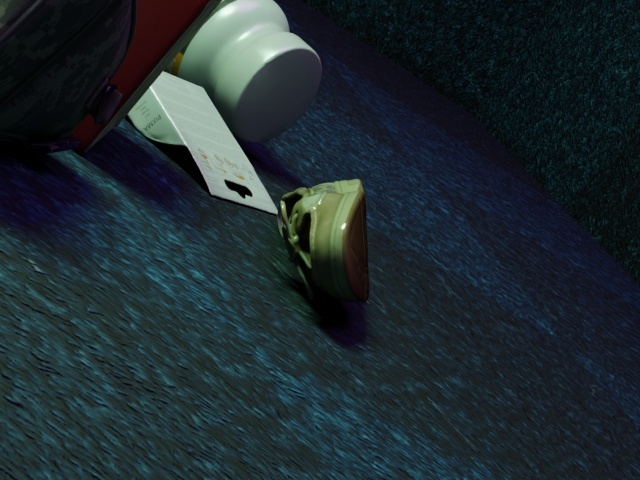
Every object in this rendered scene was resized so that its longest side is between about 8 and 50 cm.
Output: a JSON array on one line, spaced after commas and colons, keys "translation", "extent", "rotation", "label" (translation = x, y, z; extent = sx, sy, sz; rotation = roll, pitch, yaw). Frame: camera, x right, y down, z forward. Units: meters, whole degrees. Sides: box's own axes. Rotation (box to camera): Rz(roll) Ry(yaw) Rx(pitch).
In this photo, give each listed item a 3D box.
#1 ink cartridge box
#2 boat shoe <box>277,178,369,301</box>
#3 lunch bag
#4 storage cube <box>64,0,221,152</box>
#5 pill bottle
[{"translation": [-0.130, -0.096, 1.810], "extent": [0.179, 0.045, 0.145], "rotation": [61, 19, 21], "label": "ink cartridge box"}, {"translation": [0.000, 0.000, 1.652], "extent": [0.089, 0.104, 0.285], "rotation": [-2, 7, 1], "label": "boat shoe"}, {"translation": [-0.291, -0.223, 1.361], "extent": [0.305, 0.212, 0.256], "rotation": [41, -5, 10], "label": "lunch bag"}, {"translation": [-0.216, -0.221, 1.588], "extent": [0.193, 0.215, 0.183], "rotation": [41, 10, -5], "label": "storage cube"}, {"translation": [-0.137, -0.243, 2.029], "extent": [0.278, 0.162, 0.162], "rotation": [42, 13, 30], "label": "pill bottle"}]
